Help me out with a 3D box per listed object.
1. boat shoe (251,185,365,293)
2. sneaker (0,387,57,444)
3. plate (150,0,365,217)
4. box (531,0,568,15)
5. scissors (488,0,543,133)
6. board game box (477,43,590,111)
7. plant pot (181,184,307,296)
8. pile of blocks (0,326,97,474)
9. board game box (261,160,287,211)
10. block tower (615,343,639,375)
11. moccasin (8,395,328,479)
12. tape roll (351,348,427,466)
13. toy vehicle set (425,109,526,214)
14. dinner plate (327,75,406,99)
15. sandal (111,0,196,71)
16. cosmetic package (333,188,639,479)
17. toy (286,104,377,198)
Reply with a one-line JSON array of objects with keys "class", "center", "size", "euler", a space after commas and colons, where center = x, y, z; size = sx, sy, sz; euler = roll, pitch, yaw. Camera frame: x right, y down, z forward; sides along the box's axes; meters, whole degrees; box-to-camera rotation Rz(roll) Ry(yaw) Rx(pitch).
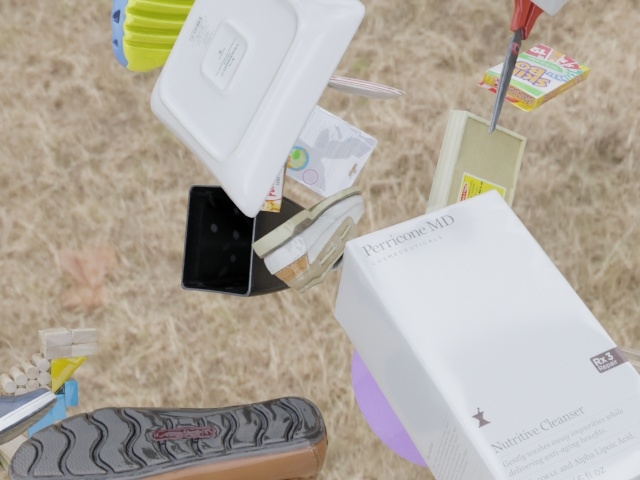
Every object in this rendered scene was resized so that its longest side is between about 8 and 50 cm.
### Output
[{"class": "boat shoe", "center": [0.000, 0.000, 1.688], "size": [0.103, 0.113, 0.302], "euler": [57, 31, -1]}, {"class": "sneaker", "center": [-0.470, 0.201, 1.441], "size": [0.226, 0.086, 0.163], "euler": [-24, 74, -37]}, {"class": "plate", "center": [-0.098, -0.212, 1.306], "size": [0.278, 0.045, 0.277], "euler": [46, 115, 41]}, {"class": "box", "center": [0.312, -0.437, 1.490], "size": [0.181, 0.119, 0.182], "euler": [-43, 73, -12]}, {"class": "scissors", "center": [0.289, -0.310, 1.663], "size": [0.021, 0.109, 0.297], "euler": [13, 70, 46]}, {"class": "board game box", "center": [0.435, -0.333, 2.252], "size": [0.124, 0.039, 0.259], "euler": [33, 42, 24]}, {"class": "plant pot", "center": [-0.118, 0.005, 1.956], "size": [0.187, 0.167, 0.188], "euler": [3, 87, 46]}, {"class": "pile of blocks", "center": [-0.492, 0.277, 1.785], "size": [0.362, 0.113, 0.149], "euler": [-42, 106, -14]}, {"class": "board game box", "center": [-0.062, -0.159, 1.512], "size": [0.045, 0.193, 0.146], "euler": [6, 37, -1]}, {"class": "block tower", "center": [0.430, 0.266, 1.597], "size": [0.097, 0.090, 0.335], "euler": [16, 30, -5]}, {"class": "moccasin", "center": [-0.181, 0.276, 1.348], "size": [0.380, 0.146, 0.139], "euler": [-6, 36, -20]}, {"class": "tape roll", "center": [0.190, 0.231, 1.828], "size": [0.275, 0.090, 0.274], "euler": [18, 51, -23]}, {"class": "toy vehicle set", "center": [0.251, -0.066, 1.840], "size": [0.035, 0.166, 0.266], "euler": [9, 84, 49]}, {"class": "dinner plate", "center": [0.060, -0.230, 1.676], "size": [0.141, 0.141, 0.017], "euler": [14, 102, 15]}, {"class": "sandal", "center": [-0.249, -0.399, 1.607], "size": [0.138, 0.126, 0.317], "euler": [8, 87, 42]}, {"class": "cosmetic package", "center": [0.197, 0.148, 1.240], "size": [0.217, 0.156, 0.385], "euler": [-21, 58, -20]}, {"class": "toy", "center": [-0.034, -0.177, 1.985], "size": [0.237, 0.056, 0.136], "euler": [31, 86, 1]}]
